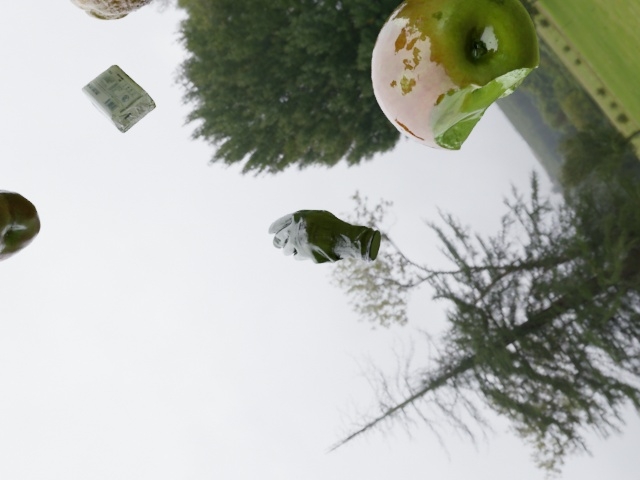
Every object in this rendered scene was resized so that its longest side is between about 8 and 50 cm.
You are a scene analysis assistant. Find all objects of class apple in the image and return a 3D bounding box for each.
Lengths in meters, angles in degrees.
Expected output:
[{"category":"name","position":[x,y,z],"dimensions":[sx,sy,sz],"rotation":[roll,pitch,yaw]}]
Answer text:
[{"category":"apple","position":[0.204,-0.260,0.925],"dimensions":[0.246,0.246,0.226],"rotation":[48,165,-12]}]

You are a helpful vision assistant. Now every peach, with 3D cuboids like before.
[{"category":"peach","position":[-0.640,-0.041,1.203],"dimensions":[0.152,0.152,0.152],"rotation":[43,-157,-23]}]

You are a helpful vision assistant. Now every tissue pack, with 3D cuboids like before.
[{"category":"tissue pack","position":[-0.265,-0.187,0.815],"dimensions":[0.083,0.062,0.042],"rotation":[41,169,28]}]

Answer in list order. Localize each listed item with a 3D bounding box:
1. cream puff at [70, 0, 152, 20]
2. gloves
[{"category":"cream puff","position":[-0.307,-0.426,0.911],"dimensions":[0.129,0.189,0.189],"rotation":[52,-159,7]},{"category":"gloves","position":[-0.002,-0.008,1.297],"dimensions":[0.107,0.268,0.135],"rotation":[55,-132,-43]}]
